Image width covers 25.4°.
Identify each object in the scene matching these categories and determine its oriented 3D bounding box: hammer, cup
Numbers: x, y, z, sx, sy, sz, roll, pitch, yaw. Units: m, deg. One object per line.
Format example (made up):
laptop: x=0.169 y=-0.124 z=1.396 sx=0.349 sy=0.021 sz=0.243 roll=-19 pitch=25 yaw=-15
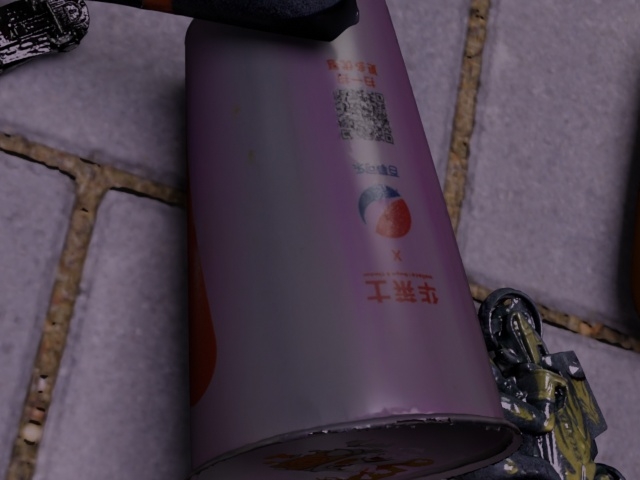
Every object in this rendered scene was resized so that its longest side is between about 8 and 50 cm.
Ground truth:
hammer: x=-0.121 y=-0.149 z=0.828 sx=0.289 sy=0.037 sz=0.137 roll=10 pitch=65 yaw=13
cup: x=0.000 y=0.000 z=0.854 sx=0.203 sy=0.203 sz=0.288 roll=1 pitch=68 yaw=-26

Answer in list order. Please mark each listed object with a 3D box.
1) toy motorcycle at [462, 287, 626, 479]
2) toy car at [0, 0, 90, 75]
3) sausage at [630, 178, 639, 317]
toy motorcycle: x=0.135 y=0.131 z=0.936 sx=0.124 sy=0.061 sz=0.193 roll=-33 pitch=98 yaw=-37
toy car: x=-0.187 y=-0.127 z=0.880 sx=0.093 sy=0.025 sz=0.041 roll=-24 pitch=87 yaw=-24
sausage: x=0.289 y=-0.048 z=1.045 sx=0.105 sy=0.105 sz=0.274 roll=21 pitch=67 yaw=-19
